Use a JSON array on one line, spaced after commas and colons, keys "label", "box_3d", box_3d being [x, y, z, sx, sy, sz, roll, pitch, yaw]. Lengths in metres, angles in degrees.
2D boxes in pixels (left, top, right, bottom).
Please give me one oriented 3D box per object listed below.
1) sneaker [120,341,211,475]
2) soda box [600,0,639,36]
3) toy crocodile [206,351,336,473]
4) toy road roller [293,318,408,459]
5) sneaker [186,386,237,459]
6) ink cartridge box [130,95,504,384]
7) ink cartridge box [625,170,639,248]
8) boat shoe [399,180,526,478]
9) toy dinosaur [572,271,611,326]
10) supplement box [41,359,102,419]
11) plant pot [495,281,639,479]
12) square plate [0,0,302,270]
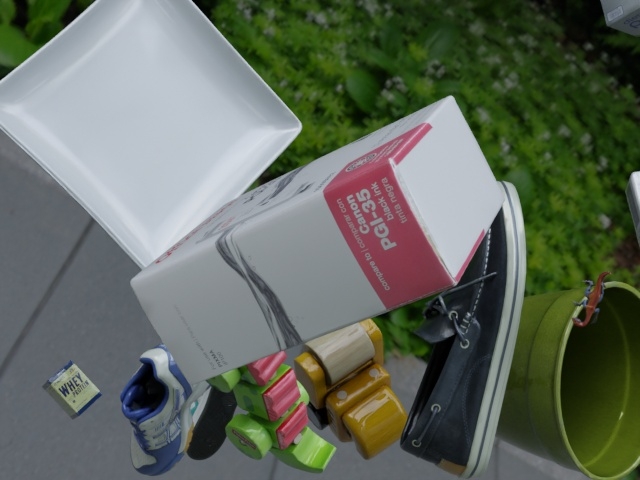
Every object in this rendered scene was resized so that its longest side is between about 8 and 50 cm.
[{"label": "sneaker", "box_3d": [-0.259, 0.255, 1.467, 0.131, 0.296, 0.112, -15, 47, -46]}, {"label": "soda box", "box_3d": [0.602, -0.444, 1.575, 0.098, 0.286, 0.091, 6, 68, -39]}, {"label": "toy crocodile", "box_3d": [-0.075, 0.187, 1.266, 0.105, 0.340, 0.115, 13, 46, 39]}, {"label": "toy road roller", "box_3d": [0.089, 0.361, 2.276, 0.202, 0.329, 0.240, -32, 53, -19]}, {"label": "sneaker", "box_3d": [-0.218, 0.271, 1.938, 0.124, 0.295, 0.178, 24, 8, -41]}, {"label": "ink cartridge box", "box_3d": [0.000, 0.000, 0.867, 0.117, 0.283, 0.207, 61, 29, -11]}, {"label": "ink cartridge box", "box_3d": [0.610, 0.011, 1.444, 0.239, 0.060, 0.275, -6, 62, 3]}, {"label": "boat shoe", "box_3d": [0.238, 0.141, 1.603, 0.156, 0.500, 0.187, 11, 1, 2]}, {"label": "toy dinosaur", "box_3d": [0.450, 0.103, 1.618, 0.047, 0.090, 0.082, 16, 55, 13]}, {"label": "supplement box", "box_3d": [-0.441, 0.266, 1.707, 0.083, 0.083, 0.056, 48, 63, -4]}, {"label": "plant pot", "box_3d": [0.421, 0.259, 1.891, 0.367, 0.353, 0.366, 0, 90, -43]}, {"label": "square plate", "box_3d": [-0.243, -0.174, 1.378, 0.344, 0.049, 0.347, 47, 63, -15]}]
